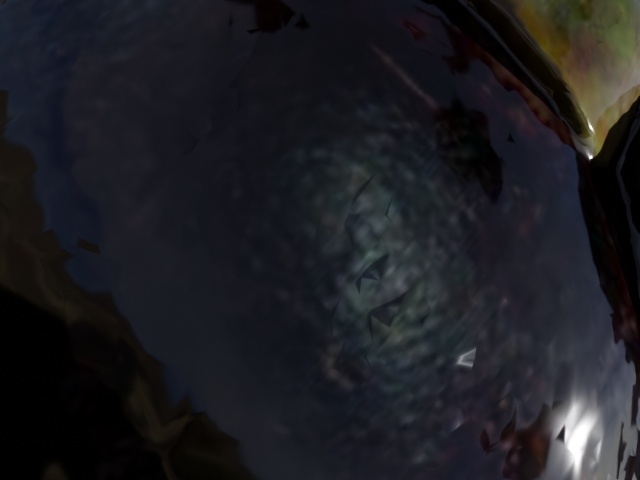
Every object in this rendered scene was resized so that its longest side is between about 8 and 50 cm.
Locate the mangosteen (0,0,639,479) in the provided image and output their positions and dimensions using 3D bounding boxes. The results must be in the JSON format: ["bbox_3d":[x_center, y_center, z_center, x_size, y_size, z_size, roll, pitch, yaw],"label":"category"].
[{"bbox_3d":[-0.014,0.006,0.486,0.300,0.300,0.300,32,30,-21],"label":"mangosteen"}]
